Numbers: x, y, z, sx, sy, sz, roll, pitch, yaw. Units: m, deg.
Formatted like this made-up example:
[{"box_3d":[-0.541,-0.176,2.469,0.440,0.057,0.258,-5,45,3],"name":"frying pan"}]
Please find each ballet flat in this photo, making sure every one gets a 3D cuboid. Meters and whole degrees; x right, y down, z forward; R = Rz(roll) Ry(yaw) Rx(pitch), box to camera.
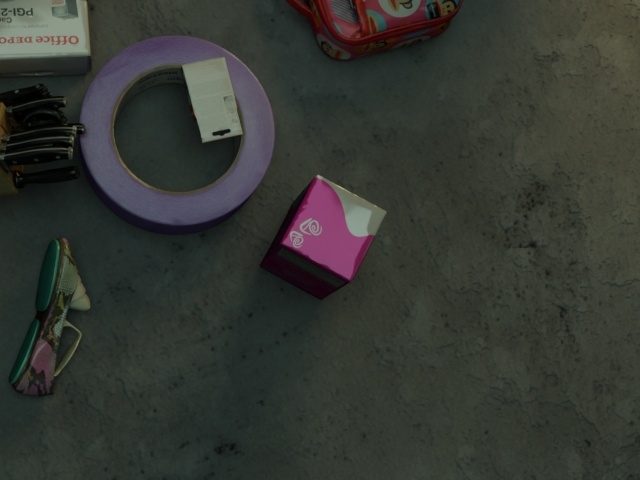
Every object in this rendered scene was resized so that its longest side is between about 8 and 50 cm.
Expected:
[{"box_3d":[-0.366,0.109,1.678,0.079,0.077,0.221,18,83,-27],"name":"ballet flat"}]

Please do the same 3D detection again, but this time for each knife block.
[{"box_3d":[-0.456,-0.105,1.620,0.276,0.088,0.242,-44,57,-14],"name":"knife block"}]

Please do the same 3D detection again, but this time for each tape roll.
[{"box_3d":[-0.207,-0.149,1.735,0.275,0.090,0.274,2,80,-10],"name":"tape roll"}]

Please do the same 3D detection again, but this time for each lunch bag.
[{"box_3d":[0.056,-0.427,1.821,0.258,0.120,0.293,-17,83,-9],"name":"lunch bag"}]

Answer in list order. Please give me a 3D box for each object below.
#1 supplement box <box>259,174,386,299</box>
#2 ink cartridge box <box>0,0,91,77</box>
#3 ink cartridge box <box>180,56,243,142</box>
[{"box_3d":[0.000,0.000,1.684,0.114,0.220,0.111,29,77,-6],"name":"supplement box"},{"box_3d":[-0.412,-0.349,1.724,0.159,0.092,0.217,-4,84,-12],"name":"ink cartridge box"},{"box_3d":[-0.152,-0.194,1.692,0.063,0.029,0.115,-13,85,-13],"name":"ink cartridge box"}]
